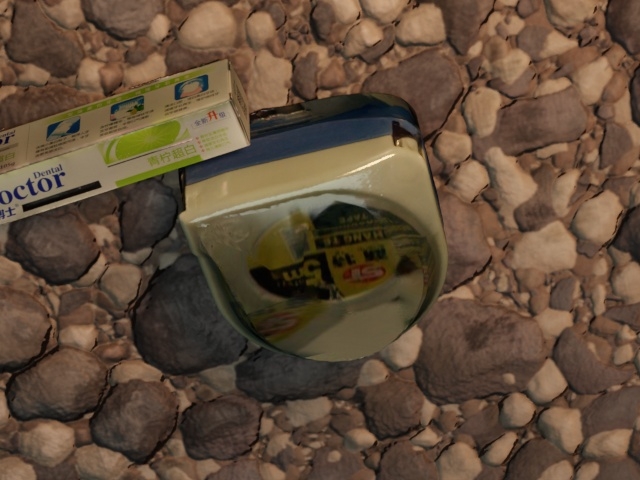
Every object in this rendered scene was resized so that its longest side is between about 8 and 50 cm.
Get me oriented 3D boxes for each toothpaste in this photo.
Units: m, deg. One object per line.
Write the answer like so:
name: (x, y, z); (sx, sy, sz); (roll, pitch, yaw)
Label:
toothpaste: (-0.239, -0.093, 1.932); (0.336, 0.081, 0.067); (-17, 126, 8)

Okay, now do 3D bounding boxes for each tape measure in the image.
tape measure: (0.000, -0.001, 1.972); (0.259, 0.138, 0.262); (-13, 123, 7)
